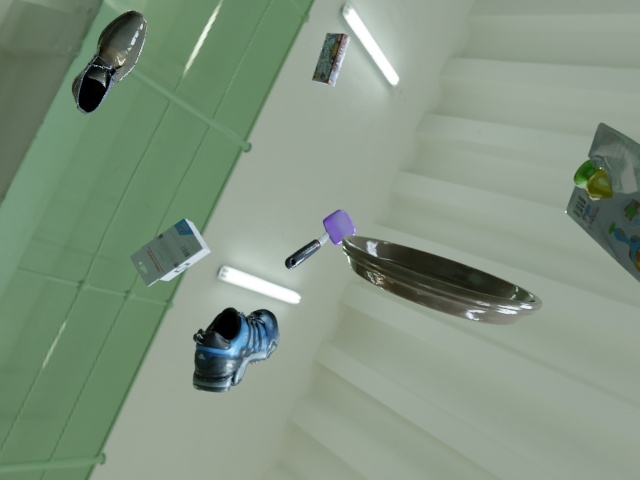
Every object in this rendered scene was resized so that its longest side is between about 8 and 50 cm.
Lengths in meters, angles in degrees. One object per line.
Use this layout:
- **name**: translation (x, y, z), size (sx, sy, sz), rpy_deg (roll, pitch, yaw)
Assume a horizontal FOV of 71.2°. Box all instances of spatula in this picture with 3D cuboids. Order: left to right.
- **spatula**: translation (0.000, 0.000, 1.123), size (0.030, 0.296, 0.084), rpy_deg (-23, -82, 38)

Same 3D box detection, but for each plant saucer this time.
- **plant saucer**: translation (0.158, 0.051, 0.623), size (0.277, 0.277, 0.041), rpy_deg (23, -79, 37)

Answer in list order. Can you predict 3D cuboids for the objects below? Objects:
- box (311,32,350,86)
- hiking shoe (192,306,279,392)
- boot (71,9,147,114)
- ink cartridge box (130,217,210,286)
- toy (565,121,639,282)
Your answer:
- **box**: translation (0.028, -0.508, 1.253), size (0.094, 0.027, 0.137), rpy_deg (40, -66, 52)
- **hiking shoe**: translation (-0.166, 0.199, 0.966), size (0.113, 0.304, 0.132), rpy_deg (4, -75, 14)
- **boot**: translation (-0.404, -0.337, 0.866), size (0.219, 0.082, 0.106), rpy_deg (-47, -138, 16)
- **ink cartridge box**: translation (-0.404, 0.036, 1.204), size (0.180, 0.060, 0.104), rpy_deg (-34, -99, 0)
- **toy**: translation (0.377, -0.017, 0.479), size (0.056, 0.137, 0.237), rpy_deg (-15, -136, -11)
